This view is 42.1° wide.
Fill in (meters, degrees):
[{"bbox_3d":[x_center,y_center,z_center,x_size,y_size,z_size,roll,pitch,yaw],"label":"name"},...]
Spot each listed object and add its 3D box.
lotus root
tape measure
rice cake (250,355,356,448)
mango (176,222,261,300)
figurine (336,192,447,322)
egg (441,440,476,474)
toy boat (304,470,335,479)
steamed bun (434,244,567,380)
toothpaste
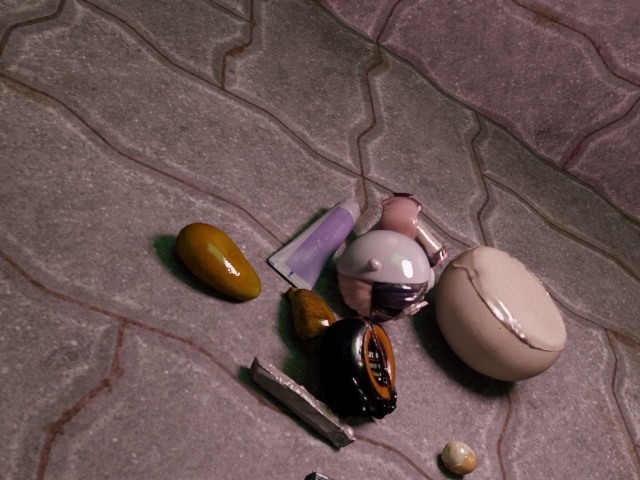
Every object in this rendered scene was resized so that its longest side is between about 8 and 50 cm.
[{"bbox_3d":[-0.024,0.167,1.902,0.108,0.094,0.190,49,12,-48],"label":"lotus root"},{"bbox_3d":[0.081,0.275,1.797,0.202,0.135,0.222,17,64,-59],"label":"tape measure"},{"bbox_3d":[-0.039,0.336,1.721,0.270,0.055,0.049,38,18,-4],"label":"rice cake"},{"bbox_3d":[-0.221,0.051,1.838,0.227,0.099,0.136,43,25,-12],"label":"mango"},{"bbox_3d":[0.162,0.051,2.110,0.361,0.253,0.211,-61,138,-53],"label":"figurine"},{"bbox_3d":[0.316,0.493,1.879,0.083,0.071,0.071,30,34,-21],"label":"egg"},{"bbox_3d":[0.061,0.519,1.570,0.246,0.103,0.093,32,58,-23],"label":"toy boat"},{"bbox_3d":[0.452,0.208,2.189,0.374,0.241,0.374,30,30,-20],"label":"steamed bun"},{"bbox_3d":[0.000,0.000,2.138,0.125,0.080,0.371,41,38,0],"label":"toothpaste"}]
